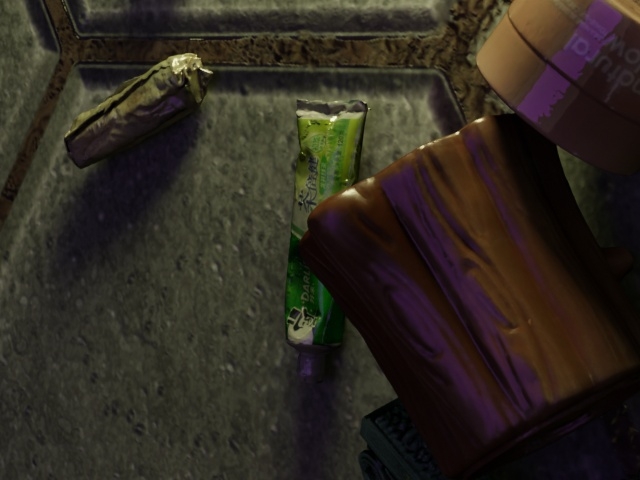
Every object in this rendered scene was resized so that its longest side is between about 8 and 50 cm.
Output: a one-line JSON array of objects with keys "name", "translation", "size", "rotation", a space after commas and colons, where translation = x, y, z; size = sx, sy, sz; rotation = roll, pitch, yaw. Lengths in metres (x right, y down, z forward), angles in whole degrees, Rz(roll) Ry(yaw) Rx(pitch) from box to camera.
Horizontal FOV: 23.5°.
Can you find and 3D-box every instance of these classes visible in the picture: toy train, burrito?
[{"name": "toy train", "translation": [0.093, 0.193, 1.226], "size": [0.172, 0.070, 0.099], "rotation": [49, 153, 28]}, {"name": "burrito", "translation": [-0.175, -0.126, 1.473], "size": [0.188, 0.045, 0.058], "rotation": [-26, 100, 33]}]

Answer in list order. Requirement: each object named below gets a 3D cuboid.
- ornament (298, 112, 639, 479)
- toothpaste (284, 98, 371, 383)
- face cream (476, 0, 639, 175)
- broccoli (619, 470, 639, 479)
[{"name": "ornament", "translation": [0.118, 0.051, 1.150], "size": [0.221, 0.235, 0.217], "rotation": [-44, 69, 47]}, {"name": "toothpaste", "translation": [0.000, 0.000, 1.337], "size": [0.078, 0.047, 0.247], "rotation": [6, 92, 36]}, {"name": "face cream", "translation": [0.201, -0.132, 1.112], "size": [0.149, 0.149, 0.104], "rotation": [48, 117, 27]}, {"name": "broccoli", "translation": [0.292, 0.234, 1.001], "size": [0.304, 0.146, 0.164], "rotation": [-9, 79, 59]}]
